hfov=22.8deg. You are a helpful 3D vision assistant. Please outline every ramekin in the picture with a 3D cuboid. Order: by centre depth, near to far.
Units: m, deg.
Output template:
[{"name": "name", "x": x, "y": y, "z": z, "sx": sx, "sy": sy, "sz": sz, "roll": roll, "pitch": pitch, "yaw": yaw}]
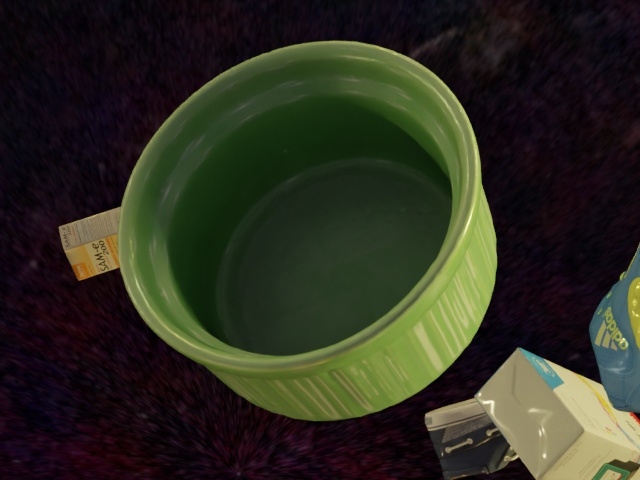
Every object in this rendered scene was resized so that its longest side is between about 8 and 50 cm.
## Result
[{"name": "ramekin", "x": 0.000, "y": 0.000, "z": 1.311, "sx": 0.303, "sy": 0.148, "sz": 0.303, "roll": -10, "pitch": 58, "yaw": 16}]

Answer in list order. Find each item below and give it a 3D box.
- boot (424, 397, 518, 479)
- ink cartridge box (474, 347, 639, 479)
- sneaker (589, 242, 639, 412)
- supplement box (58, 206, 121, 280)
[{"name": "boot", "x": 0.224, "y": 0.221, "z": 1.883, "sx": 0.190, "sy": 0.069, "sz": 0.086, "roll": -16, "pitch": 89, "yaw": 0}, {"name": "ink cartridge box", "x": 0.287, "y": 0.211, "z": 1.702, "sx": 0.078, "sy": 0.231, "sz": 0.134, "roll": -51, "pitch": 45, "yaw": 15}, {"name": "sneaker", "x": 0.243, "y": 0.016, "z": 1.132, "sx": 0.091, "sy": 0.126, "sz": 0.240, "roll": 21, "pitch": 72, "yaw": -27}, {"name": "supplement box", "x": -0.229, "y": 0.000, "z": 1.733, "sx": 0.098, "sy": 0.062, "sz": 0.036, "roll": -19, "pitch": 55, "yaw": -3}]
